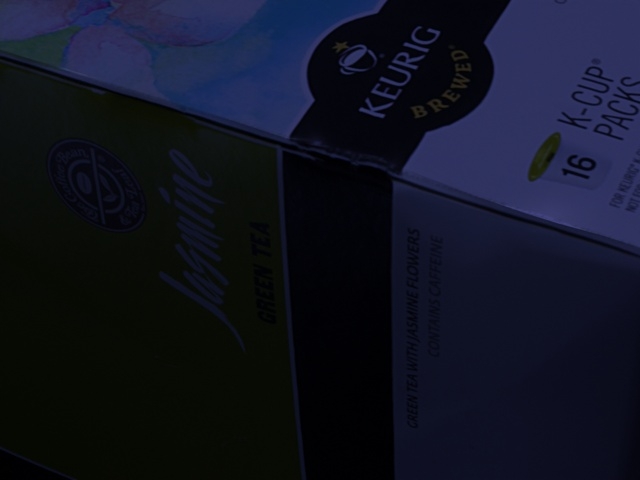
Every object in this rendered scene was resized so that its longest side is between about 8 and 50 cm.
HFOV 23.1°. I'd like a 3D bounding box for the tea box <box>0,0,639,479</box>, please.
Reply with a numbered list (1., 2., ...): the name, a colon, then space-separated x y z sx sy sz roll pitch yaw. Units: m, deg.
1. tea box: 0.000 0.000 0.629 0.323 0.329 0.220 18 50 19
